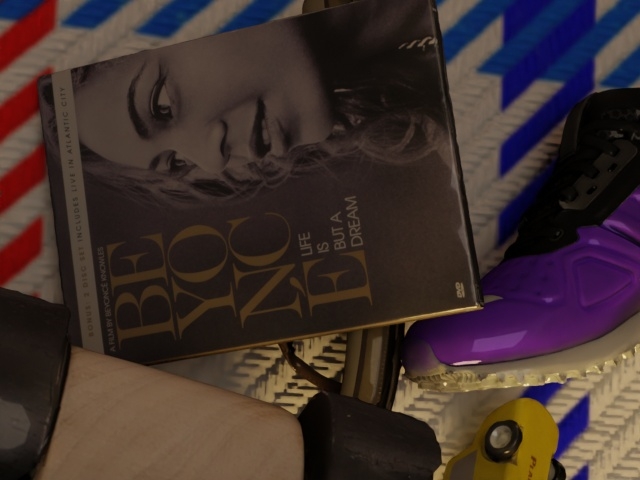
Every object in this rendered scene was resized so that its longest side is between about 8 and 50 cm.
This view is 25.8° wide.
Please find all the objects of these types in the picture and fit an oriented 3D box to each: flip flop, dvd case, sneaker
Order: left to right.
[{"bbox_3d":[-0.037,-0.028,0.716,0.221,0.018,0.164,-11,81,17],"label":"dvd case"},{"bbox_3d":[0.000,0.000,0.759,0.080,0.112,0.277,-5,88,8],"label":"flip flop"},{"bbox_3d":[0.159,-0.009,0.808,0.293,0.102,0.146,-18,90,-26],"label":"sneaker"}]

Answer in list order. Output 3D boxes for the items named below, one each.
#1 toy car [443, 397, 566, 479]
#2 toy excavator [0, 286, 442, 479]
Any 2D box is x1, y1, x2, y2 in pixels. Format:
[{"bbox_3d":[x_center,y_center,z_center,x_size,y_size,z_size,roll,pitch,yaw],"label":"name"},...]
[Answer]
[{"bbox_3d":[0.087,0.231,0.760,0.239,0.053,0.225,-42,117,-47],"label":"toy car"},{"bbox_3d":[-0.147,0.304,0.593,0.222,0.433,0.445,20,51,-15],"label":"toy excavator"}]
